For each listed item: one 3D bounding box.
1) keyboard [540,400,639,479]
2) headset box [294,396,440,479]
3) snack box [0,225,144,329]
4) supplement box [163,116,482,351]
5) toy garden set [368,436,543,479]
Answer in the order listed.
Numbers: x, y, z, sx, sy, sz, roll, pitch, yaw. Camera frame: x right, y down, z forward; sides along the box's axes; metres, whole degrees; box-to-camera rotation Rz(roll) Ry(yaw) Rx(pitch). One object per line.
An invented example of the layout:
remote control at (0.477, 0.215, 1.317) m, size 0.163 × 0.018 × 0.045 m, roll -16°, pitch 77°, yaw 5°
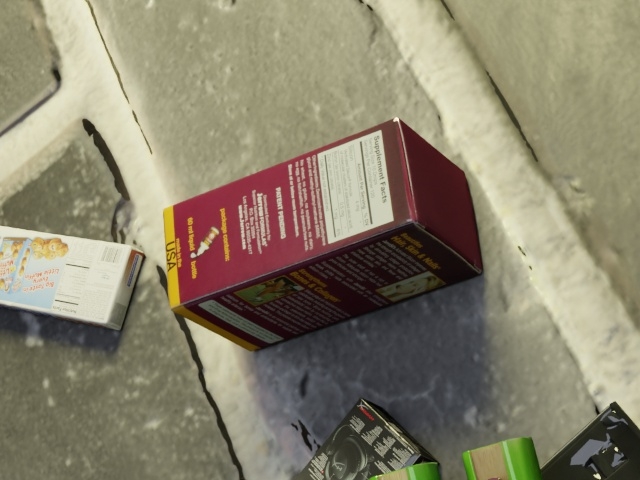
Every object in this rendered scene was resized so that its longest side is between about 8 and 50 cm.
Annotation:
keyboard at (0.243, 0.214, 0.811) m, size 0.201 × 0.033 × 0.317 m, roll -44°, pitch 55°, yaw 11°
headset box at (0.026, 0.155, 0.969) m, size 0.062 × 0.032 × 0.083 m, roll 41°, pitch 96°, yaw 36°
snack box at (-0.221, 0.026, 1.183) m, size 0.178 × 0.022 × 0.064 m, roll 8°, pitch 77°, yaw 34°
supplement box at (0.000, 0.000, 1.003) m, size 0.188 × 0.104 × 0.081 m, roll -20°, pitch 61°, yaw 24°
toy garden set at (0.035, 0.245, 0.892) m, size 0.244 × 0.049 × 0.204 m, roll -22°, pitch 73°, yaw 31°
